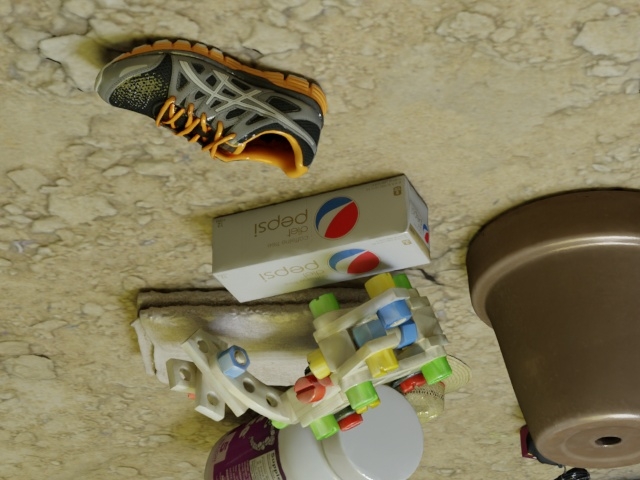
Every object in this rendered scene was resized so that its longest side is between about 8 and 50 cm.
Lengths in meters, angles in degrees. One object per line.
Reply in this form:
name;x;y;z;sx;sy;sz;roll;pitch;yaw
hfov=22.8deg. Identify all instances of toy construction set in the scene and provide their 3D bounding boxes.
toy construction set;0.001;0.136;1.693;0.327;0.151;0.215;-18;173;37

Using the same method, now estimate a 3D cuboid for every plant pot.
plant pot;0.286;0.108;1.664;0.263;0.229;0.263;0;151;0

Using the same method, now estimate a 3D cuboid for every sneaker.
sneaker;-0.094;-0.114;1.402;0.214;0.083;0.084;10;150;-17

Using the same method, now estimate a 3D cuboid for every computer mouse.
computer mouse;0.320;0.303;2.108;0.071;0.041;0.242;-11;148;12

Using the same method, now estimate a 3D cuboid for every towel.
towel;-0.073;0.114;1.841;0.282;0.049;0.187;-2;151;1

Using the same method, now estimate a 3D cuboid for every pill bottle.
pill bottle;-0.007;0.277;1.988;0.169;0.169;0.301;17;151;-29

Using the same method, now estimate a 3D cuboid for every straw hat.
straw hat;0.122;0.194;1.977;0.144;0.061;0.144;-1;151;0

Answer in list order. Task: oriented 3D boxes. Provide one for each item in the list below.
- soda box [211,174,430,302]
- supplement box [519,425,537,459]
soda box;0.000;0.000;1.621;0.216;0.069;0.074;-13;149;19
supplement box;0.318;0.270;2.136;0.083;0.043;0.055;13;148;-22
